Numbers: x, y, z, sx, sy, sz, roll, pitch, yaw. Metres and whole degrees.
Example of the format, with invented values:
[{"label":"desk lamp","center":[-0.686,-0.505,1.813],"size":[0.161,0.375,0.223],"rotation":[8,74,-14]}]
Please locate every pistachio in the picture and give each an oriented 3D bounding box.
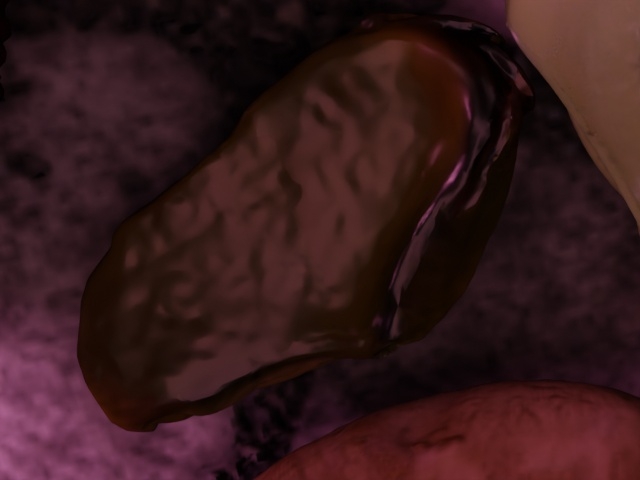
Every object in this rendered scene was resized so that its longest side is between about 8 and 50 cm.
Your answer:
[{"label":"pistachio","center":[0.000,0.000,0.555],"size":[0.173,0.049,0.089],"rotation":[-41,86,13]}]

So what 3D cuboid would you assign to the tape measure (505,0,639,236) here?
[{"label":"tape measure","center":[0.138,-0.061,0.521],"size":[0.154,0.087,0.177],"rotation":[-29,109,19]}]

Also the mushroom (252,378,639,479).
[{"label":"mushroom","center":[0.065,0.180,0.577],"size":[0.278,0.146,0.278],"rotation":[1,110,3]}]

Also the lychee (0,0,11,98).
[{"label":"lychee","center":[-0.173,-0.052,0.454],"size":[0.188,0.188,0.188],"rotation":[-1,111,-4]}]
